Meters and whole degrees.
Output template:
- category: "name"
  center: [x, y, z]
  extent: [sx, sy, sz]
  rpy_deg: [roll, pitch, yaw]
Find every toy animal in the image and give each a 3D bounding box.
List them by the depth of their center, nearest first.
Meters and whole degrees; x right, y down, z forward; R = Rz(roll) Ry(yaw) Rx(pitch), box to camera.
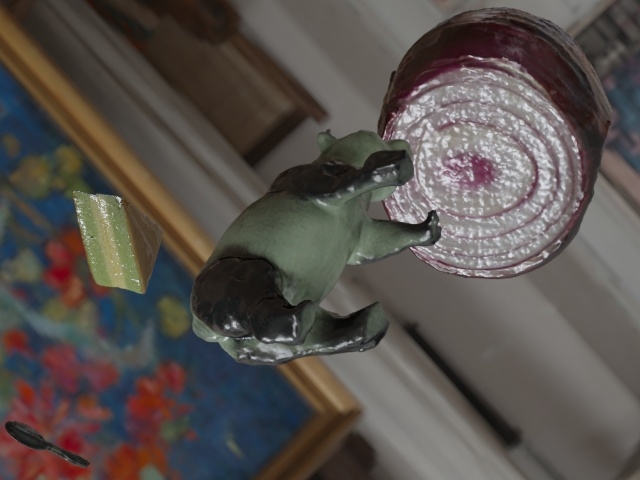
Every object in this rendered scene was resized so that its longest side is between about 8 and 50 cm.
- category: "toy animal"
  center: [0.000, 0.000, 1.165]
  extent: [0.121, 0.094, 0.225]
  rpy_deg: [8, -129, 35]

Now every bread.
- category: "bread"
  center: [-0.248, 0.001, 2.036]
  extent: [0.139, 0.074, 0.084]
  rpy_deg: [50, 53, -68]

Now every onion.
- category: "onion"
  center: [0.219, -0.136, 2.095]
  extent: [0.260, 0.281, 0.337]
  rpy_deg: [-62, 153, -52]

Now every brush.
- category: "brush"
  center: [-0.226, 0.170, 1.430]
  extent: [0.008, 0.083, 0.024]
  rpy_deg: [-47, -151, 24]
